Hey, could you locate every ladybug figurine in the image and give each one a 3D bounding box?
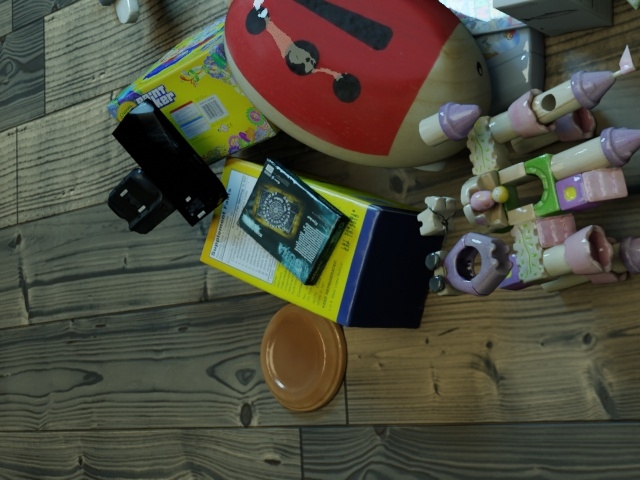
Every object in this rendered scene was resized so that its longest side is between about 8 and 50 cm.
[{"bbox_3d":[0.048,-0.286,1.490,0.449,0.162,0.305,25,77,9],"label":"ladybug figurine"}]

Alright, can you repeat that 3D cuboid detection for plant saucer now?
[{"bbox_3d":[-0.040,0.208,1.783,0.200,0.037,0.200,-6,81,40],"label":"plant saucer"}]

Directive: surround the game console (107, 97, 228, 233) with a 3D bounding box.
[{"bbox_3d":[-0.301,-0.102,1.748,0.213,0.044,0.361,50,149,-7],"label":"game console"}]

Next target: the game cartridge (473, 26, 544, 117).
[{"bbox_3d":[0.251,-0.341,1.581,0.198,0.062,0.297,-24,71,41],"label":"game cartridge"}]

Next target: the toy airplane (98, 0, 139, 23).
[{"bbox_3d":[-0.453,-0.674,2.072,0.386,0.272,0.385,27,103,39],"label":"toy airplane"}]

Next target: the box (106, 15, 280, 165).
[{"bbox_3d":[-0.168,-0.279,1.758,0.290,0.279,0.177,-19,114,37],"label":"box"}]

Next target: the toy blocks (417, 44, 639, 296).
[{"bbox_3d":[0.319,-0.082,1.324,0.260,0.309,0.289,-21,73,44],"label":"toy blocks"}]

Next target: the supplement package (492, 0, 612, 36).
[{"bbox_3d":[0.336,-0.370,1.425,0.105,0.179,0.105,-2,84,41],"label":"supplement package"}]

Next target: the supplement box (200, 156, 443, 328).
[{"bbox_3d":[0.000,0.000,1.667,0.356,0.195,0.194,22,99,39],"label":"supplement box"}]

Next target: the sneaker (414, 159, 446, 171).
[{"bbox_3d":[0.127,-0.236,1.603,0.296,0.104,0.147,56,138,43],"label":"sneaker"}]

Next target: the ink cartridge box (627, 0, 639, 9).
[{"bbox_3d":[0.490,-0.371,1.328,0.171,0.056,0.235,-40,81,-5],"label":"ink cartridge box"}]

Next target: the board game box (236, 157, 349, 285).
[{"bbox_3d":[-0.048,-0.031,1.564,0.186,0.026,0.126,41,111,35],"label":"board game box"}]

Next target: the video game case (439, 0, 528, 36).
[{"bbox_3d":[0.253,-0.378,1.539,0.166,0.015,0.119,-2,85,41],"label":"video game case"}]
